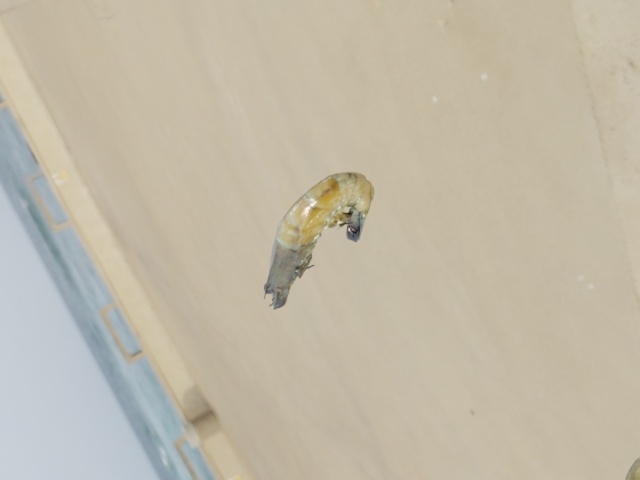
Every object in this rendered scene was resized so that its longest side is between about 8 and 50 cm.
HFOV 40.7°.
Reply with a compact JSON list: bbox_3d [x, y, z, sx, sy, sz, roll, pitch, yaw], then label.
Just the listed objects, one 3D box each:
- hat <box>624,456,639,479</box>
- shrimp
[{"bbox_3d":[0.477,0.365,1.188,0.085,0.147,0.175,-85,-24,-57],"label":"hat"},{"bbox_3d":[0.000,0.000,1.055,0.051,0.150,0.217,46,133,24],"label":"shrimp"}]
